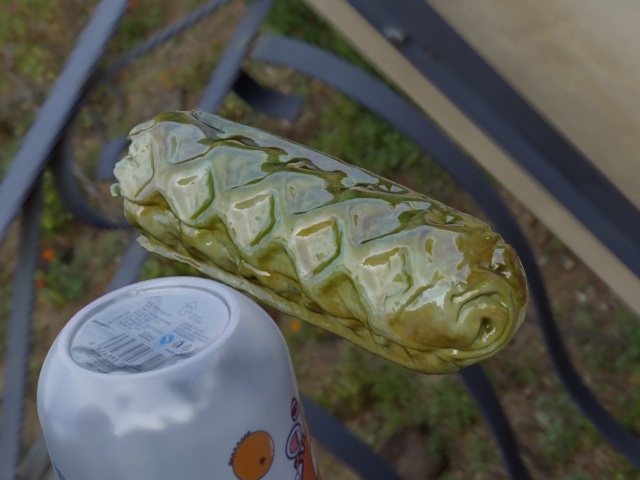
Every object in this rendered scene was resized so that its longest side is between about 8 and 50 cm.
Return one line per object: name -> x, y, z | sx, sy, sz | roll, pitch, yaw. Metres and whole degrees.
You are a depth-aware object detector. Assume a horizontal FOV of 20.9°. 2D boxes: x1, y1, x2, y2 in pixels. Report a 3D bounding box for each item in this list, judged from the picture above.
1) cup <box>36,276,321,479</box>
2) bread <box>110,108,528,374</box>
cup -> -0.105, 0.201, 1.402 | 0.212, 0.317, 0.212 | -9, 29, 5
bread -> -0.001, -0.001, 0.948 | 0.269, 0.098, 0.087 | 23, 66, 40
